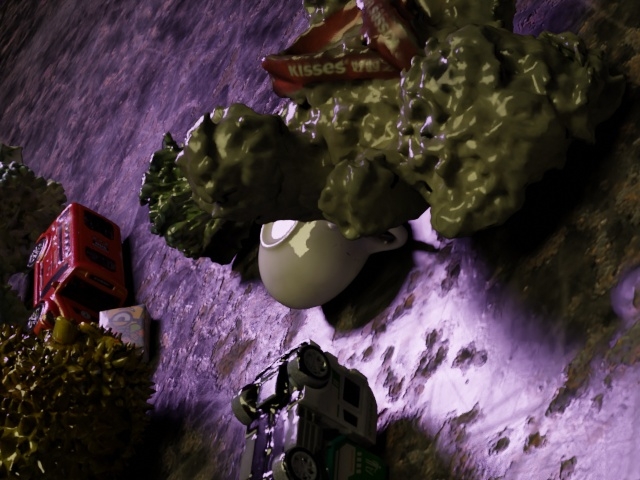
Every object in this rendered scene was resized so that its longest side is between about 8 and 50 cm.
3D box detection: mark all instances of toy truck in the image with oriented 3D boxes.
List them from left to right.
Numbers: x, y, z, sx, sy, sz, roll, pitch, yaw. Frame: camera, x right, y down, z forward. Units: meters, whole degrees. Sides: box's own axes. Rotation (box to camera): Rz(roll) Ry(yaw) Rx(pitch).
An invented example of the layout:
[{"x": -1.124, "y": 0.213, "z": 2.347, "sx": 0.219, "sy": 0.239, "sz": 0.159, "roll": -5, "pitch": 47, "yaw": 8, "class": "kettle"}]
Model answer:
[{"x": -0.329, "y": 0.056, "z": 1.964, "sx": 0.114, "sy": 0.107, "sz": 0.252, "roll": -51, "pitch": 26, "yaw": 18, "class": "toy truck"}, {"x": -0.015, "y": 0.213, "z": 1.208, "sx": 0.114, "sy": 0.124, "sz": 0.253, "roll": -37, "pitch": 31, "yaw": 37, "class": "toy truck"}]

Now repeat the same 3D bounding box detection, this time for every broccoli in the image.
[{"x": -0.541, "y": 0.024, "z": 2.200, "sx": 0.277, "sy": 0.338, "sz": 0.317, "roll": 6, "pitch": 40, "yaw": 32, "class": "broccoli"}, {"x": -0.071, "y": -0.100, "z": 1.665, "sx": 0.304, "sy": 0.145, "sz": 0.165, "roll": -30, "pitch": 40, "yaw": 24, "class": "broccoli"}]

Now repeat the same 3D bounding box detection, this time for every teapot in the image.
[{"x": 0.000, "y": 0.000, "z": 1.459, "sx": 0.226, "sy": 0.092, "sz": 0.145, "roll": -11, "pitch": 53, "yaw": 53, "class": "teapot"}]

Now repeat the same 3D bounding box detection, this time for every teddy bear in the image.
[{"x": 0.093, "y": -0.143, "z": 1.295, "sx": 0.367, "sy": 0.224, "sz": 0.357, "roll": 0, "pitch": 54, "yaw": 50, "class": "teddy bear"}]

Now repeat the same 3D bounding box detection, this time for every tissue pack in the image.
[{"x": -0.246, "y": 0.120, "z": 1.798, "sx": 0.063, "sy": 0.035, "sz": 0.083, "roll": -10, "pitch": 38, "yaw": 1, "class": "tissue pack"}]

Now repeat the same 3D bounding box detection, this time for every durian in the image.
[{"x": -0.319, "y": 0.208, "z": 1.637, "sx": 0.293, "sy": 0.258, "sz": 0.258, "roll": -45, "pitch": 26, "yaw": -1, "class": "durian"}]

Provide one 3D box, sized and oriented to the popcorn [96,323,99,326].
[{"x": -0.282, "y": 0.140, "z": 1.846, "sx": 0.068, "sy": 0.059, "sz": 0.083, "roll": -16, "pitch": 40, "yaw": 55, "class": "popcorn"}]
